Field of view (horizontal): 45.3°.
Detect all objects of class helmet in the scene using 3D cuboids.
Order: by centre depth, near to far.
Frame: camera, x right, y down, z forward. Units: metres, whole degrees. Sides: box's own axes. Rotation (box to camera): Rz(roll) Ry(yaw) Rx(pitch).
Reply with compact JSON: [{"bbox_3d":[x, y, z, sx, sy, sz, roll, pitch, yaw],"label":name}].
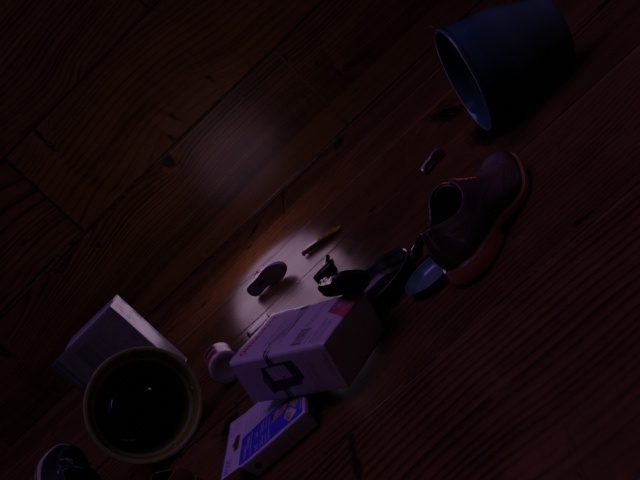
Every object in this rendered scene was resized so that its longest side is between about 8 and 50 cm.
[{"bbox_3d":[-0.510,0.465,2.101,0.162,0.169,0.169,-30,12,-6],"label":"helmet"}]

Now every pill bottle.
[{"bbox_3d":[-0.250,0.309,1.960,0.086,0.086,0.152,-46,12,-8],"label":"pill bottle"}]

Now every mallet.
[{"bbox_3d":[0.009,0.075,2.024,0.062,0.039,0.189,-46,8,3],"label":"mallet"}]

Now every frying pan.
[{"bbox_3d":[0.159,0.046,1.598,0.326,0.053,0.197,-45,12,-6],"label":"frying pan"}]

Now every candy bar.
[{"bbox_3d":[0.000,0.000,2.311,0.161,0.018,0.040,-37,11,33],"label":"candy bar"}]

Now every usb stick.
[{"bbox_3d":[0.043,0.085,1.505,0.077,0.045,0.278,-7,-5,-6],"label":"usb stick"}]

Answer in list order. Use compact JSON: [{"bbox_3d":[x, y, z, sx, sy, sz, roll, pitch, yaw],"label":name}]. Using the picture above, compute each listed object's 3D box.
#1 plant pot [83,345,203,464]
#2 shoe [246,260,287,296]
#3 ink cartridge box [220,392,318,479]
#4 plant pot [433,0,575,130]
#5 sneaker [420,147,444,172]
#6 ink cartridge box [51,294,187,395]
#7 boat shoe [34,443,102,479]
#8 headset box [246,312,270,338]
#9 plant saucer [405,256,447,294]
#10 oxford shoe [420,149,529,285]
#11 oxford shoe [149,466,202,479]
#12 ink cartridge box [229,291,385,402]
[{"bbox_3d":[-0.450,0.419,1.916,0.276,0.276,0.254,-50,3,-24],"label":"plant pot"},{"bbox_3d":[-0.160,0.100,2.387,0.178,0.063,0.081,-41,18,35],"label":"shoe"},{"bbox_3d":[-0.092,0.345,1.440,0.208,0.045,0.206,-40,13,10],"label":"ink cartridge box"},{"bbox_3d":[0.447,-0.442,1.823,0.255,0.271,0.271,-29,14,4],"label":"plant pot"},{"bbox_3d":[0.295,-0.215,2.044,0.083,0.032,0.037,-46,13,-11],"label":"sneaker"},{"bbox_3d":[-0.629,0.378,2.404,0.272,0.309,0.130,-43,13,6],"label":"ink cartridge box"},{"bbox_3d":[-0.581,0.614,1.832,0.156,0.186,0.500,-40,17,-5],"label":"boat shoe"},{"bbox_3d":[-0.153,0.231,2.026,0.083,0.032,0.062,-45,13,-5],"label":"headset box"},{"bbox_3d":[0.211,0.064,1.444,0.119,0.021,0.119,-42,12,11],"label":"plant saucer"},{"bbox_3d":[0.286,-0.081,1.417,0.130,0.133,0.363,-34,16,42],"label":"oxford shoe"},{"bbox_3d":[-0.334,0.516,1.591,0.212,0.076,0.076,-38,16,33],"label":"oxford shoe"},{"bbox_3d":[-0.025,0.200,1.427,0.237,0.100,0.172,-18,19,37],"label":"ink cartridge box"}]
